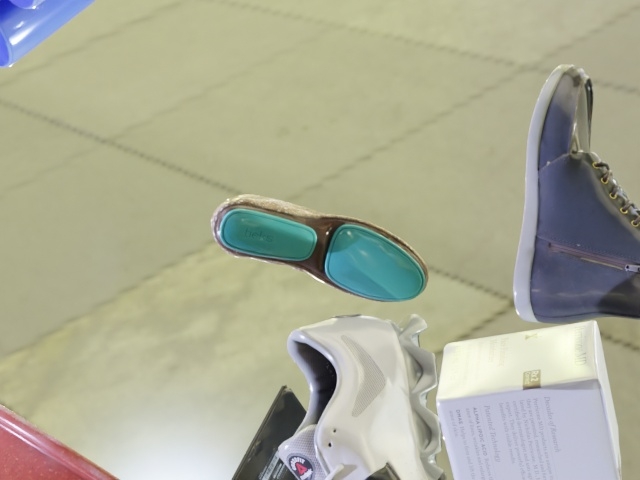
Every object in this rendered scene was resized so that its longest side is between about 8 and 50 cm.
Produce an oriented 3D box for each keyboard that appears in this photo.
[{"bbox_3d":[-0.050,0.247,1.644,0.023,0.108,0.180,-8,37,37],"label":"keyboard"}]

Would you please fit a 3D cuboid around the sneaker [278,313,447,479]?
[{"bbox_3d":[0.034,0.220,1.383,0.146,0.122,0.331,3,60,-23],"label":"sneaker"}]

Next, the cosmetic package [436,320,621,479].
[{"bbox_3d":[0.240,0.200,1.816,0.183,0.151,0.151,-11,21,12],"label":"cosmetic package"}]

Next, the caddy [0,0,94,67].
[{"bbox_3d":[-0.266,-0.298,1.185,0.179,0.341,0.241,-50,5,-25],"label":"caddy"}]

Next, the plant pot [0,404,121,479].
[{"bbox_3d":[-0.213,0.283,1.094,0.272,0.272,0.265,17,69,48],"label":"plant pot"}]

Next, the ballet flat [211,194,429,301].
[{"bbox_3d":[0.000,0.000,1.450,0.206,0.073,0.067,20,14,-13],"label":"ballet flat"}]

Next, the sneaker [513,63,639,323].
[{"bbox_3d":[0.234,-0.037,1.316,0.118,0.222,0.083,2,-12,25],"label":"sneaker"}]
